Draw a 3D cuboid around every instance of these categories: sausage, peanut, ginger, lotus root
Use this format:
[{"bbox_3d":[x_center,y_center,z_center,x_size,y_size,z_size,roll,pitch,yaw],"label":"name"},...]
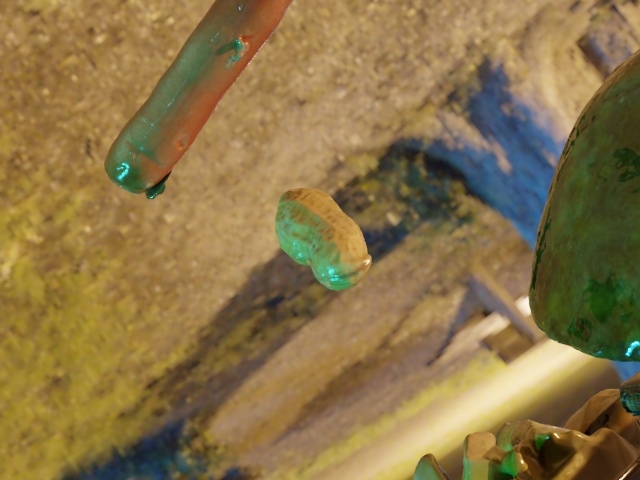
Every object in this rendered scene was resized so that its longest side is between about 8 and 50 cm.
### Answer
[{"bbox_3d":[-0.140,-0.236,1.770,0.419,0.094,0.094,-53,156,11],"label":"sausage"},{"bbox_3d":[0.000,0.000,1.460,0.080,0.174,0.080,-12,121,-21],"label":"peanut"},{"bbox_3d":[0.179,0.327,1.392,0.413,0.211,0.358,-30,136,-41],"label":"ginger"},{"bbox_3d":[0.292,-0.045,1.045,0.142,0.210,0.314,23,90,-84],"label":"lotus root"}]

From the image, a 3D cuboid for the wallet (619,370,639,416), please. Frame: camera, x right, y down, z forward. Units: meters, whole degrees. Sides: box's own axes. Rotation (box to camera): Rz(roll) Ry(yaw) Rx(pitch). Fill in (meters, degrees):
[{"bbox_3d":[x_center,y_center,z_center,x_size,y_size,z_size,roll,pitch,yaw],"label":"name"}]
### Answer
[{"bbox_3d":[0.369,0.101,1.102,0.230,0.042,0.124,-16,-175,40],"label":"wallet"}]
